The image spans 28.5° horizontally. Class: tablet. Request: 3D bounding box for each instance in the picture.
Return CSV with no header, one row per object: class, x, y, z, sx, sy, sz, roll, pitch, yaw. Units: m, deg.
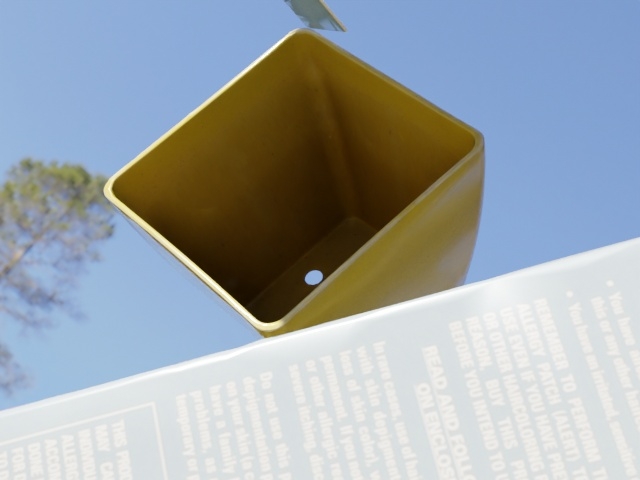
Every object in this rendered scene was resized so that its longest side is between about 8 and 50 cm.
tablet,-0.014,-0.225,1.191,0.054,0.006,0.083,15,-19,41

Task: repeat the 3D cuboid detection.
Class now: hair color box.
hair color box,0.053,0.100,0.395,0.375,0.113,0.185,-15,-28,2

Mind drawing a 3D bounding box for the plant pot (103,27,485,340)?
plant pot,0.000,0.000,0.984,0.212,0.212,0.187,37,-18,37
